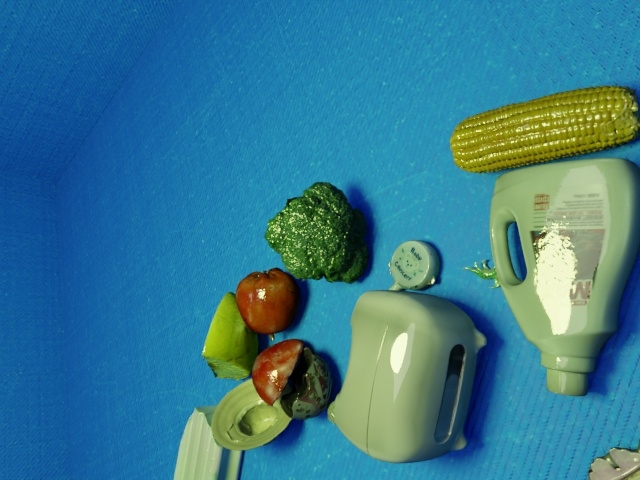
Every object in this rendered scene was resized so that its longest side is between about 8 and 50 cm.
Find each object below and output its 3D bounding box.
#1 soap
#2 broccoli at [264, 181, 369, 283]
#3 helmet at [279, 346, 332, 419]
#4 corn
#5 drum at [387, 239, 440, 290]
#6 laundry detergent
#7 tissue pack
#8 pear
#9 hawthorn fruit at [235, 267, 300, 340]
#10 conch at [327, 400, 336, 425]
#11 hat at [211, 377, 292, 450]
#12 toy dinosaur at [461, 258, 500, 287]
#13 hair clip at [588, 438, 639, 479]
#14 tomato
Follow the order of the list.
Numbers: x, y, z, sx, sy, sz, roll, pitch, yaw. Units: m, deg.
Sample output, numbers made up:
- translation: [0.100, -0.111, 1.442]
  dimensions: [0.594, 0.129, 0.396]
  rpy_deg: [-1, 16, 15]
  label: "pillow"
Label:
- translation: [-0.348, 0.698, 1.568]
  dimensions: [0.208, 0.115, 0.347]
  rpy_deg: [6, 86, 45]
  label: "soap"
- translation: [0.000, 0.000, 1.318]
  dimensions: [0.254, 0.269, 0.269]
  rpy_deg: [-32, 47, -15]
  label: "broccoli"
- translation: [-0.021, 0.376, 1.308]
  dimensions: [0.177, 0.107, 0.153]
  rpy_deg: [-69, 10, -21]
  label: "helmet"
- translation: [0.416, -0.210, 0.977]
  dimensions: [0.344, 0.131, 0.131]
  rpy_deg: [-8, 76, 42]
  label: "corn"
- translation: [0.173, 0.094, 1.213]
  dimensions: [0.253, 0.049, 0.130]
  rpy_deg: [-41, 55, 32]
  label: "drum"
- translation: [0.427, 0.066, 0.916]
  dimensions: [0.263, 0.124, 0.398]
  rpy_deg: [-1, 83, 44]
  label: "laundry detergent"
- translation: [0.183, 0.274, 1.037]
  dimensions: [0.236, 0.229, 0.333]
  rpy_deg: [11, 90, 48]
  label: "tissue pack"
- translation: [-0.251, 0.278, 1.533]
  dimensions: [0.288, 0.139, 0.239]
  rpy_deg: [96, 177, -62]
  label: "pear"
- translation: [-0.145, 0.182, 1.434]
  dimensions: [0.185, 0.185, 0.202]
  rpy_deg: [4, 98, 46]
  label: "hawthorn fruit"
- translation: [0.055, 0.429, 1.263]
  dimensions: [0.085, 0.056, 0.076]
  rpy_deg: [-42, 67, 32]
  label: "conch"
- translation: [-0.168, 0.505, 1.420]
  dimensions: [0.252, 0.252, 0.110]
  rpy_deg: [17, 134, 46]
  label: "hat"
- translation: [0.342, 0.073, 1.069]
  dimensions: [0.083, 0.021, 0.062]
  rpy_deg: [-26, 77, 38]
  label: "toy dinosaur"
- translation: [0.508, 0.367, 0.804]
  dimensions: [0.292, 0.084, 0.106]
  rpy_deg: [-48, 46, 21]
  label: "hair clip"
- translation: [-0.127, 0.338, 1.374]
  dimensions: [0.189, 0.099, 0.173]
  rpy_deg: [-64, 5, -7]
  label: "tomato"
